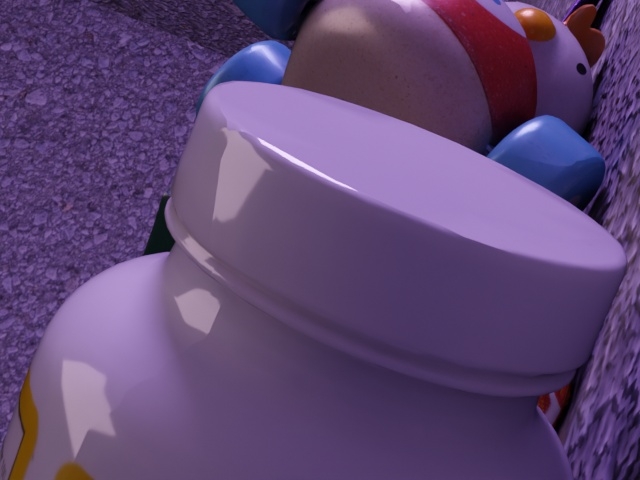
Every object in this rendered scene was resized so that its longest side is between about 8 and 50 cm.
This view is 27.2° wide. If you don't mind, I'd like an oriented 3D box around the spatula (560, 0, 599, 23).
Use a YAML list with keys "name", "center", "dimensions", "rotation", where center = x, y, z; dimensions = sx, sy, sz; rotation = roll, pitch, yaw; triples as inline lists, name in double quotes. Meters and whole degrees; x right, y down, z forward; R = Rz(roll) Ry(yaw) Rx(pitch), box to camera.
- name: "spatula"
  center: [0.220, -0.239, 1.022]
  dimensions: [0.084, 0.030, 0.296]
  rotation: [112, -178, -57]

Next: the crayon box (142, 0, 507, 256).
- name: "crayon box"
  center: [0.000, 0.000, 1.038]
  dimensions: [0.363, 0.106, 0.313]
  rotation: [-38, -14, -37]

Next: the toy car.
- name: "toy car"
  center: [0.092, -0.089, 0.768]
  dimensions: [0.238, 0.219, 0.210]
  rotation: [-32, -23, -33]

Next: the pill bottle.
- name: "pill bottle"
  center: [-0.028, 0.125, 0.456]
  dimensions: [0.188, 0.188, 0.334]
  rotation: [-63, -5, -74]

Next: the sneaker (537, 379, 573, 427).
- name: "sneaker"
  center: [0.063, 0.068, 0.549]
  dimensions: [0.064, 0.067, 0.175]
  rotation: [82, -148, -84]
